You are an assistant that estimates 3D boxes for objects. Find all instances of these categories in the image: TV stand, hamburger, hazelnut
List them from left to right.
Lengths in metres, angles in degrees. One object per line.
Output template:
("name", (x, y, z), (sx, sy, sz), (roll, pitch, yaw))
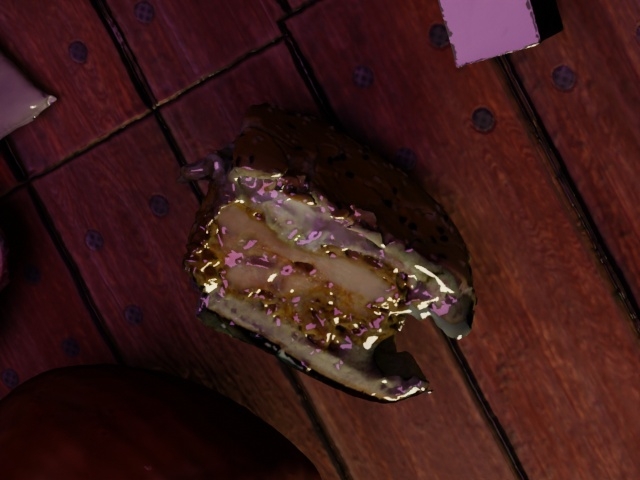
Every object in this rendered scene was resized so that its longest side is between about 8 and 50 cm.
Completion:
("hazelnut", (-0.189, 0.316, 1.719), (0.421, 0.353, 0.421), (17, 121, 31))
("hamburger", (0.000, 0.000, 1.654), (0.288, 0.192, 0.167), (28, 121, -14))
("TV stand", (0.122, -0.290, 1.571), (0.083, 0.088, 0.269), (-16, 98, 25))

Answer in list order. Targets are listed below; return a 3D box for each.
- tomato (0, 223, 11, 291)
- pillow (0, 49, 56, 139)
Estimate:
("tomato", (-0.410, 0.024, 1.839), (0.199, 0.112, 0.228), (20, 112, -17))
("pillow", (-0.382, -0.197, 1.809), (0.144, 0.078, 0.254), (-35, 89, 16))
